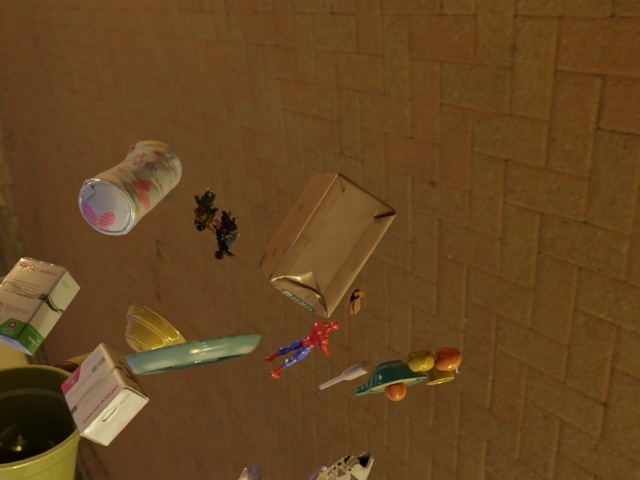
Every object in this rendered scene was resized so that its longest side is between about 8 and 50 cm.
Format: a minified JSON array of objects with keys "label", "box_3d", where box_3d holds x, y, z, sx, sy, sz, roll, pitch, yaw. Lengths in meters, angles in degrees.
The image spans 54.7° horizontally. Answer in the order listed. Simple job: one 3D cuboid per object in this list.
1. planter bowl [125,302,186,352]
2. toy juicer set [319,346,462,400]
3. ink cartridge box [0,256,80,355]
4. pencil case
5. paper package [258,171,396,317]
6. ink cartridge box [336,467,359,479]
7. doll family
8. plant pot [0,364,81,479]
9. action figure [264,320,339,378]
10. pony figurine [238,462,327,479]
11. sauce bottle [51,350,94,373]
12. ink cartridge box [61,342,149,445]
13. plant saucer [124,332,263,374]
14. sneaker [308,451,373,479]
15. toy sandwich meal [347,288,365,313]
[{"label":"planter bowl","box_3d":[-0.507,0.288,1.828,0.217,0.090,0.217,25,148,17]},{"label":"toy juicer set","box_3d":[0.178,0.318,1.426,0.209,0.329,0.089,113,147,-64]},{"label":"ink cartridge box","box_3d":[-0.720,0.157,1.521,0.153,0.208,0.086,14,146,19]},{"label":"pencil case","box_3d":[-0.380,-0.116,1.263,0.114,0.273,0.124,-19,112,18]},{"label":"paper package","box_3d":[0.000,0.000,1.511,0.168,0.309,0.325,33,177,-13]},{"label":"ink cartridge box","box_3d":[0.097,0.799,1.916,0.060,0.180,0.104,-31,117,28]},{"label":"doll family","box_3d":[-0.266,-0.036,1.568,0.076,0.111,0.193,-31,114,31]},{"label":"plant pot","box_3d":[-0.587,0.428,1.204,0.276,0.276,0.253,37,128,44]},{"label":"action figure","box_3d":[-0.030,0.332,1.939,0.280,0.139,0.091,-39,58,26]},{"label":"pony figurine","box_3d":[-0.127,0.652,1.293,0.303,0.351,0.363,-27,94,39]},{"label":"sauce bottle","box_3d":[-0.656,0.368,1.622,0.344,0.112,0.111,-6,-108,-81]},{"label":"ink cartridge box","box_3d":[-0.346,0.244,0.989,0.135,0.099,0.056,35,170,49]},{"label":"plant saucer","box_3d":[-0.283,0.257,1.385,0.318,0.318,0.043,-34,64,61]},{"label":"sneaker","box_3d":[0.062,0.777,2.063,0.111,0.297,0.129,38,116,33]},{"label":"toy sandwich meal","box_3d":[0.109,0.183,1.837,0.029,0.086,0.085,12,121,32]}]
